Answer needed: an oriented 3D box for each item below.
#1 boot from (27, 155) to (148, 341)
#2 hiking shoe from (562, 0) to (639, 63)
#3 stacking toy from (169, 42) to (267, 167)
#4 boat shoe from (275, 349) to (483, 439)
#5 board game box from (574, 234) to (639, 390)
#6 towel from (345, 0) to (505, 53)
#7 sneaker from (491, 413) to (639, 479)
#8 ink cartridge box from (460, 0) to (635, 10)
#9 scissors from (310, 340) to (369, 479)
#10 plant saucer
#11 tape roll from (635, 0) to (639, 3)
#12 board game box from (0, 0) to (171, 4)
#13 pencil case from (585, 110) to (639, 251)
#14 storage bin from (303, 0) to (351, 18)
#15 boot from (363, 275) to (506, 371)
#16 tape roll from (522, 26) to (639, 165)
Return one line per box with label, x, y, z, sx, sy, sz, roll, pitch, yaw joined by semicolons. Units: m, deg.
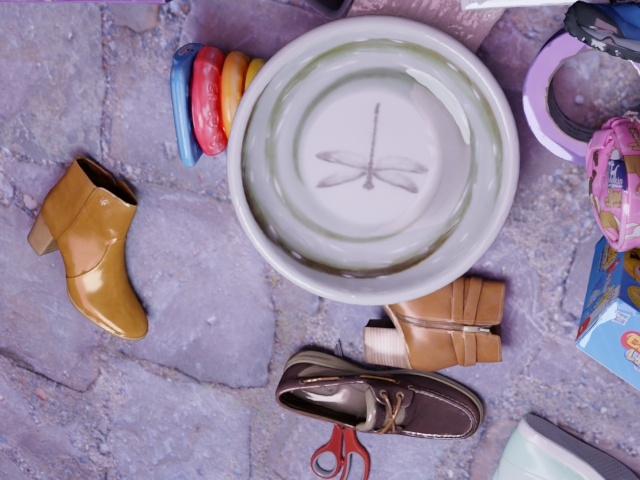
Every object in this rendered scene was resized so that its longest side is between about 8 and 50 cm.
boot;-0.365;0.015;1.579;0.295;0.104;0.211;45;119;3
hiking shoe;0.442;-0.271;1.081;0.304;0.113;0.132;7;108;0
stacking toy;-0.064;-0.207;1.364;0.301;0.175;0.166;1;115;8
boat shoe;0.092;0.273;1.496;0.341;0.123;0.123;15;112;8
board game box;0.496;0.123;1.192;0.308;0.302;0.086;35;121;3
towel;0.144;-0.314;1.268;0.187;0.049;0.282;29;119;-7
sneaker;0.400;0.405;1.462;0.256;0.094;0.151;33;113;16
ink cartridge box;0.278;-0.402;1.125;0.223;0.045;0.224;2;113;23
scissors;0.051;0.314;1.600;0.109;0.021;0.297;17;115;15
plant saucer;0.072;-0.112;1.284;0.400;0.100;0.401;0;106;0
tape roll;0.516;-0.429;1.090;0.391;0.072;0.392;7;113;18
board game box;-0.336;-0.390;1.342;0.346;0.208;0.056;6;113;19
pencil case;0.533;-0.090;1.128;0.386;0.160;0.167;-7;144;5
storage bin;0.030;-0.390;1.273;0.098;0.091;0.135;36;118;3
boot;0.173;0.068;1.407;0.220;0.109;0.284;-1;100;12
tape roll;0.372;-0.201;1.232;0.188;0.080;0.189;7;114;17
